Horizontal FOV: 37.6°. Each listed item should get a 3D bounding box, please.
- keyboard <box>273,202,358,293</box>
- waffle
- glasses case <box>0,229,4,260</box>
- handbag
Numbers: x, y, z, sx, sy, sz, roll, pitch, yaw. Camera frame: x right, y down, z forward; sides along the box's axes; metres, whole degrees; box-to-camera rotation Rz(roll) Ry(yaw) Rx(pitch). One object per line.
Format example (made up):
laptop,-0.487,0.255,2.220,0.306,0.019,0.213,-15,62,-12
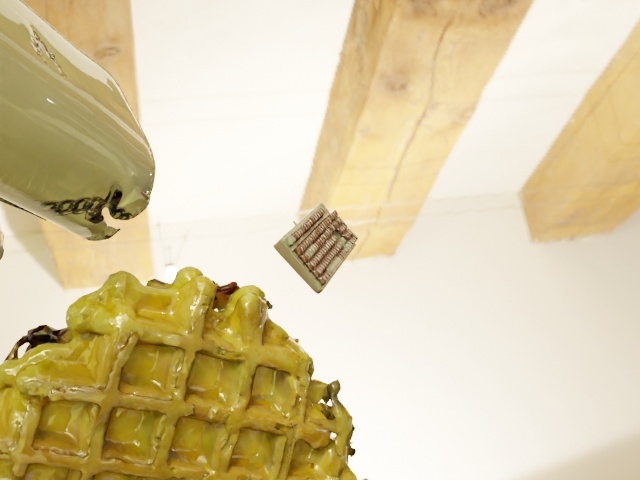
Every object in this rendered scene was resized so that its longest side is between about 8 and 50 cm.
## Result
keyboard,0.000,0.000,0.781,0.017,0.055,0.166,-43,1,16
waffle,-0.148,0.223,0.897,0.379,0.382,0.095,-36,22,-11
glasses case,-0.271,0.006,0.487,0.204,0.051,0.081,-5,-14,-22
handbag,-0.307,-0.146,0.807,0.160,0.237,0.358,-42,-23,4
